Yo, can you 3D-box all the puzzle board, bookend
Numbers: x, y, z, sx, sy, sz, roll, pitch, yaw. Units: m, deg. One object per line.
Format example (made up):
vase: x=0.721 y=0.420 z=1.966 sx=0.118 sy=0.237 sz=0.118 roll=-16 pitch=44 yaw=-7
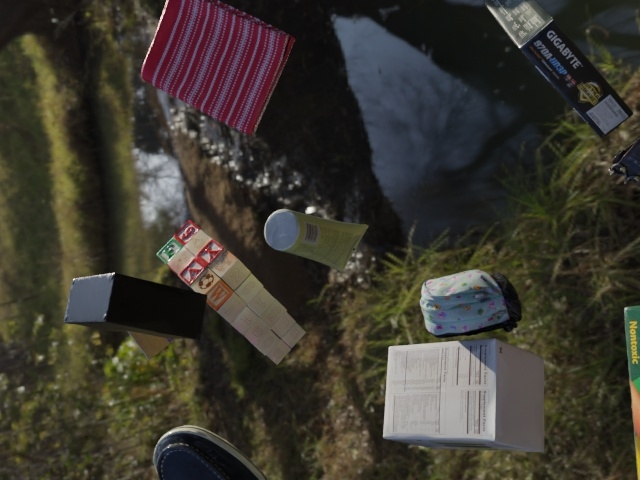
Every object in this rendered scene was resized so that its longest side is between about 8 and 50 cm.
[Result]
puzzle board: x=-0.368 y=0.177 z=1.608 sx=0.011 sy=0.096 sz=0.128 roll=-31 pitch=96 yaw=38
bookend: x=-0.285 y=0.105 z=1.170 sx=0.156 sy=0.157 sz=0.072 roll=-9 pitch=69 yaw=50

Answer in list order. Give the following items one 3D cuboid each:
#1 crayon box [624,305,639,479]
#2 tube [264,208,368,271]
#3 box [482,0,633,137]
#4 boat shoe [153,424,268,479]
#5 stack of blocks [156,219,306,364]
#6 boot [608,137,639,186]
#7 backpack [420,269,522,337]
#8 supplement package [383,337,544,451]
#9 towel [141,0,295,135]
crayon box: x=0.387 y=0.215 z=0.516 sx=0.313 sy=0.106 sz=0.362 roll=-13 pitch=76 yaw=54
tube: x=0.000 y=0.000 z=1.194 sx=0.070 sy=0.240 sz=0.062 roll=-21 pitch=73 yaw=26
box: x=0.292 y=-0.245 z=0.973 sx=0.051 sy=0.175 sz=0.220 roll=-41 pitch=29 yaw=21
boat shoe: x=-0.135 y=0.528 z=1.243 sx=0.187 sy=0.156 sz=0.500 roll=-39 pitch=73 yaw=19
stack of blocks: x=-0.146 y=0.110 z=1.388 sx=0.171 sy=0.087 sz=0.297 roll=34 pitch=167 yaw=44
boot: x=0.487 y=-0.043 z=1.014 sx=0.229 sy=0.263 sz=0.091 roll=35 pitch=-173 yaw=13
backpack: x=0.288 y=0.124 z=1.501 sx=0.152 sy=0.182 sz=0.115 roll=-97 pitch=-4 yaw=-80
supplement package: x=0.297 y=0.326 z=1.576 sx=0.263 sy=0.199 sz=0.198 roll=-12 pitch=64 yaw=41
towel: x=-0.198 y=-0.337 z=1.406 sx=0.275 sy=0.031 sz=0.198 roll=29 pitch=103 yaw=20
